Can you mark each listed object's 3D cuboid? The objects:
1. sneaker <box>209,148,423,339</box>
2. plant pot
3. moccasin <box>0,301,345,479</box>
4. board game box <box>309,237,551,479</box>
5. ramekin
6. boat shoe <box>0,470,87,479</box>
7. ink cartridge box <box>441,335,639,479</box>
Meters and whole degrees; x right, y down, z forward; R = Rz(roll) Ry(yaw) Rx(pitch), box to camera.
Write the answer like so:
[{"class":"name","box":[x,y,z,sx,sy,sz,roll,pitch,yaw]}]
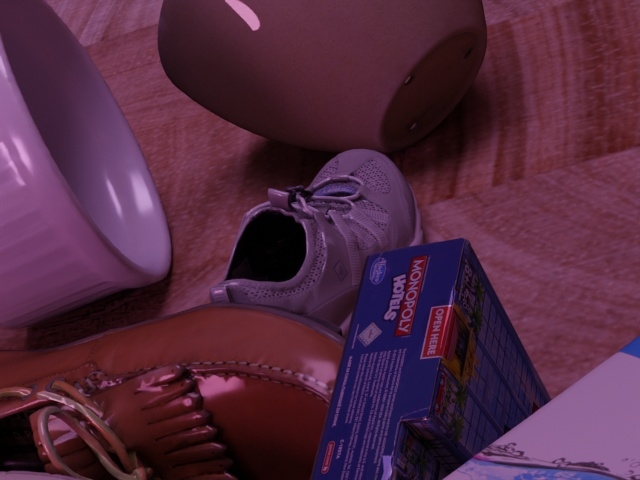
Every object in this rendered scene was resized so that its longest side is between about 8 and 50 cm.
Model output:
[{"class":"sneaker","box":[0.000,0.000,1.034,0.105,0.115,0.281,-9,30,23]},{"class":"plant pot","box":[0.031,-0.184,1.233,0.284,0.284,0.191,-37,66,-26]},{"class":"moccasin","box":[-0.122,0.123,0.877,0.380,0.139,0.147,-4,33,32]},{"class":"board game box","box":[0.073,0.135,0.695,0.060,0.194,0.194,-11,48,33]},{"class":"ramekin","box":[-0.246,-0.064,1.170,0.135,0.277,0.277,-26,27,8]},{"class":"boat shoe","box":[-0.224,0.220,0.816,0.324,0.123,0.116,-16,34,24]},{"class":"ink cartridge box","box":[0.143,0.167,0.570,0.233,0.171,0.168,-32,29,-20]}]
